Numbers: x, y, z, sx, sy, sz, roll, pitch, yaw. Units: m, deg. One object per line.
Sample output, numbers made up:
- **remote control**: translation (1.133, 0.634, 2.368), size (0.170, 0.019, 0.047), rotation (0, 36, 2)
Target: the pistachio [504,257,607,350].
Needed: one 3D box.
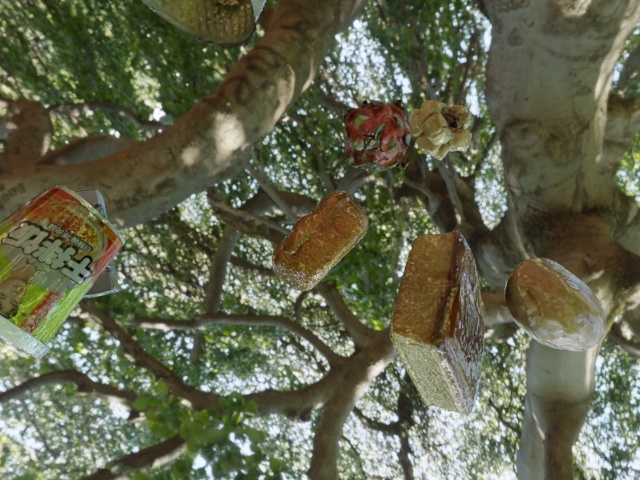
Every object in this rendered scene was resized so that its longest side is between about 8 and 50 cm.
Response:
- **pistachio**: translation (0.530, 0.150, 1.027), size (0.162, 0.293, 0.182), rotation (-22, -138, 58)

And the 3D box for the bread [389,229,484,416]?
- **bread**: translation (0.292, 0.192, 1.073), size (0.143, 0.333, 0.324), rotation (-3, -134, 31)

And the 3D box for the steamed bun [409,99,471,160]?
- **steamed bun**: translation (0.373, -0.340, 1.372), size (0.177, 0.106, 0.193), rotation (4, -110, -16)

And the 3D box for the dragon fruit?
- **dragon fruit**: translation (0.115, -0.200, 0.920), size (0.137, 0.236, 0.135), rotation (5, -98, 13)

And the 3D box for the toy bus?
- **toy bus**: translation (-0.707, 0.011, 1.421), size (0.108, 0.330, 0.136), rotation (-12, 171, -11)

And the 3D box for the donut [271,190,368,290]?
- **donut**: translation (-0.001, 0.001, 0.908), size (0.226, 0.114, 0.226), rotation (-46, 178, -2)

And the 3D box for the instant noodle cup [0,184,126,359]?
- **instant noodle cup**: translation (-0.622, 0.054, 0.994), size (0.293, 0.294, 0.308), rotation (6, -129, 38)

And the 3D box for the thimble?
- **thimble**: translation (-0.207, -0.493, 0.803), size (0.270, 0.270, 0.150), rotation (11, -105, 42)
